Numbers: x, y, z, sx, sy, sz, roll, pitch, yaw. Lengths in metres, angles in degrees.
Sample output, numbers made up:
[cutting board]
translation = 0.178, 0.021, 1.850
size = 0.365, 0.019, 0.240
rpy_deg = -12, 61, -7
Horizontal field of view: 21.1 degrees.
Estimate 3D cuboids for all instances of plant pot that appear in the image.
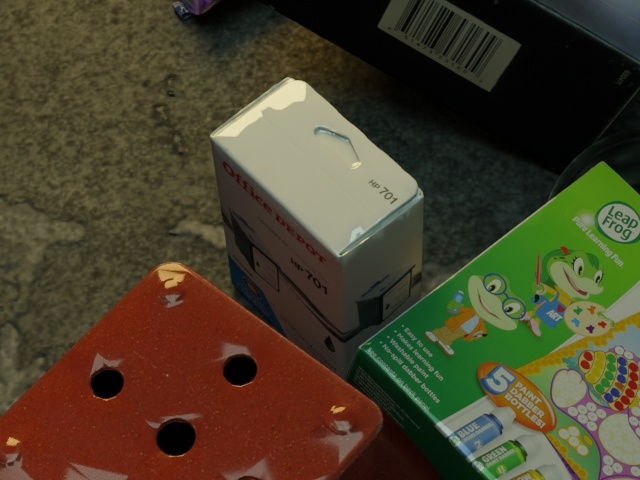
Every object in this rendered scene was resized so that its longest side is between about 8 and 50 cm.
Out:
[plant pot]
translation = -0.076, 0.173, 1.084
size = 0.267, 0.236, 0.267
rpy_deg = 35, 65, 22

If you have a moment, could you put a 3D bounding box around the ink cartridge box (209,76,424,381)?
[ink cartridge box]
translation = 0.000, 0.000, 1.216
size = 0.082, 0.191, 0.139
rpy_deg = -37, 62, -19

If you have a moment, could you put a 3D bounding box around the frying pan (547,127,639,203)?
[frying pan]
translation = 0.321, 0.022, 1.263
size = 0.326, 0.053, 0.197
rpy_deg = 13, 65, 1

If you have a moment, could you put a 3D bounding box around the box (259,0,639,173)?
[box]
translation = 0.149, -0.267, 1.340
size = 0.296, 0.183, 0.294
rpy_deg = 29, 61, -1

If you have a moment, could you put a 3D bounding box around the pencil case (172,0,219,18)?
[pencil case]
translation = -0.034, -0.258, 1.446
size = 0.206, 0.086, 0.088
rpy_deg = -25, 47, -12

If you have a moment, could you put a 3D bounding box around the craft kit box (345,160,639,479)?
[craft kit box]
translation = 0.190, 0.102, 1.149
size = 0.246, 0.061, 0.250
rpy_deg = -35, 71, -29
